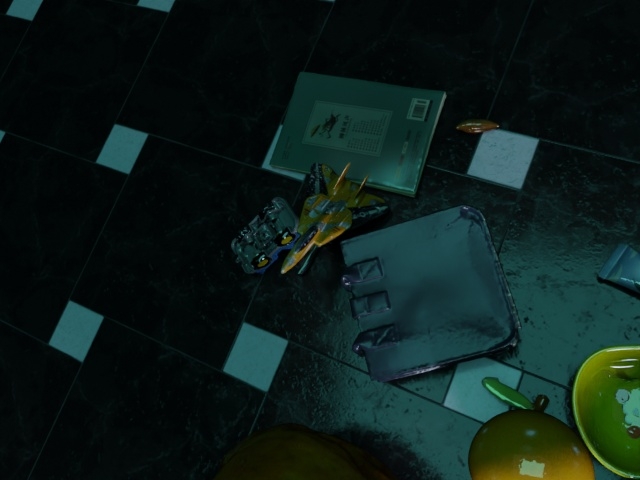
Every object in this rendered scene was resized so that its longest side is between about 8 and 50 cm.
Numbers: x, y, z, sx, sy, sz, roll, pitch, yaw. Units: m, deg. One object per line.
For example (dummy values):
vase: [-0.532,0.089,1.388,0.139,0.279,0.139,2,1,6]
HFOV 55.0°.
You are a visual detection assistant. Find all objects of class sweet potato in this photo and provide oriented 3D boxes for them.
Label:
sweet potato: [0.350,-0.256,1.370,0.095,0.034,0.034,2,74,7]

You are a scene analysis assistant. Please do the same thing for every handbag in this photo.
handbag: [0.209,0.110,1.254,0.329,0.122,0.303,-17,70,12]

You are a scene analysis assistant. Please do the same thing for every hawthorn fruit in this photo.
hawthorn fruit: [-0.021,0.530,1.025,0.471,0.472,0.472,-5,72,17]

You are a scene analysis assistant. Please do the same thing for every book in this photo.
book: [0.081,-0.262,1.460,0.379,0.031,0.264,15,78,22]

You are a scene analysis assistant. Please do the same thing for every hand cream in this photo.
hand cream: [0.662,0.099,1.154,0.256,0.055,0.088,33,82,30]

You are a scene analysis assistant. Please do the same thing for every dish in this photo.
dish: [0.582,0.292,1.084,0.262,0.108,0.221,-16,69,15]

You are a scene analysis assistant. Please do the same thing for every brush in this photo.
brush: [0.000,0.000,1.413,0.063,0.016,0.193,30,84,24]

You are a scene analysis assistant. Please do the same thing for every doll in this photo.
doll: [0.374,0.368,1.088,0.213,0.213,0.236,7,60,20]

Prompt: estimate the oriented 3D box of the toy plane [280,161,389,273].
toy plane: [0.001,-0.030,1.320,0.204,0.103,0.316,32,61,7]

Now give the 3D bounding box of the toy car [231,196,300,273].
toy car: [-0.112,-0.007,1.415,0.191,0.100,0.097,-43,65,23]
